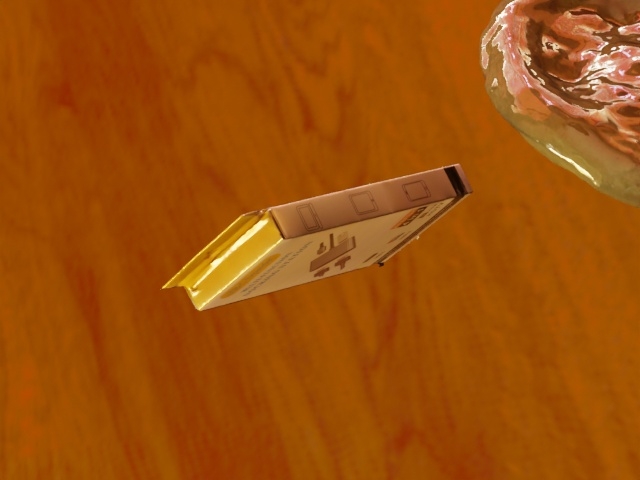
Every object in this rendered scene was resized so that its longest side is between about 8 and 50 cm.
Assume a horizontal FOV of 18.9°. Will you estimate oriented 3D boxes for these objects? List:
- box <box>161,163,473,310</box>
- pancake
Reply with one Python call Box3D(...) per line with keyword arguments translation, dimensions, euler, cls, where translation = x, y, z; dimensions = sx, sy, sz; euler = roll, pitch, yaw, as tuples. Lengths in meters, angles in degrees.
Box3D(translation=(0.000, 0.000, 1.535), dimensions=(0.247, 0.129, 0.033), euler=(-15, 72, -43), cls="box")
Box3D(translation=(0.210, -0.103, 1.211), dimensions=(0.242, 0.050, 0.242), euler=(13, 37, -10), cls="pancake")
